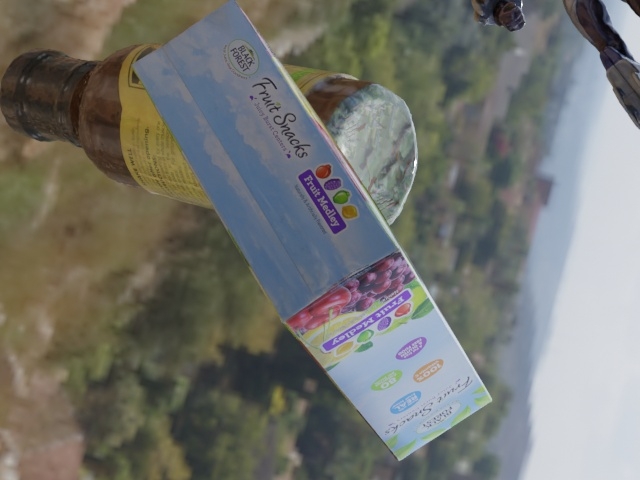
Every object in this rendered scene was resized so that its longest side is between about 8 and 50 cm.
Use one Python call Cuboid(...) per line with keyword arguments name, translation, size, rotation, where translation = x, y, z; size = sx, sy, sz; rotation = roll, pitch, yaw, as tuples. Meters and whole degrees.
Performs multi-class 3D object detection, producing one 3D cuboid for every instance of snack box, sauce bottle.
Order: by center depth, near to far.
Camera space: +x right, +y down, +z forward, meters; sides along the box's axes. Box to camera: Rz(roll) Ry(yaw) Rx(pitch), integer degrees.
Cuboid(name="snack box", translation=(0.000, 0.000, 0.901), size=(0.070, 0.174, 0.207), rotation=(-32, 151, 1))
Cuboid(name="sauce bottle", translation=(-0.095, -0.082, 1.228), size=(0.111, 0.344, 0.111), rotation=(-19, 116, -48))

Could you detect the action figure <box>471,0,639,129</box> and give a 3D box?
Cuboid(name="action figure", translation=(0.228, -0.218, 1.451), size=(0.185, 0.285, 0.099), rotation=(-46, 161, 26))
